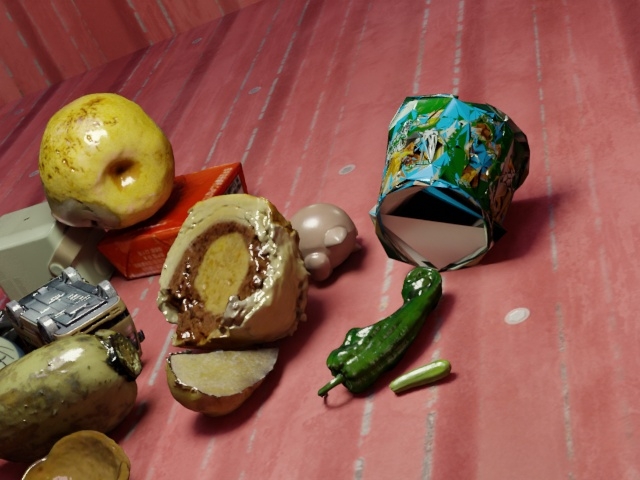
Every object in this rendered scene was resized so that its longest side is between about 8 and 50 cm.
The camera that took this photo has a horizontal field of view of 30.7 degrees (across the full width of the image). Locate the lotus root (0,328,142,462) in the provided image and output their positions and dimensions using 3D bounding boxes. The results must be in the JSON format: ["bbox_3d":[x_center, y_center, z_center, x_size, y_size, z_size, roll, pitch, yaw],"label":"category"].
[{"bbox_3d":[-0.417,0.249,1.768,0.309,0.173,0.173,-28,24,10],"label":"lotus root"}]

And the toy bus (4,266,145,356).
[{"bbox_3d":[-0.413,0.153,1.965,0.139,0.157,0.289,-34,23,-26],"label":"toy bus"}]

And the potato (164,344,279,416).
[{"bbox_3d":[-0.137,0.217,1.689,0.172,0.089,0.100,-3,38,-25],"label":"potato"}]

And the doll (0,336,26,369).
[{"bbox_3d":[-0.594,0.249,1.966,0.228,0.154,0.258,11,39,1],"label":"doll"}]

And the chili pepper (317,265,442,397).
[{"bbox_3d":[0.092,0.128,1.629,0.100,0.074,0.257,0,31,49],"label":"chili pepper"}]

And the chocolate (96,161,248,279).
[{"bbox_3d":[-0.272,-0.035,2.250,0.235,0.108,0.237,-12,27,30],"label":"chocolate"}]

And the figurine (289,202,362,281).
[{"bbox_3d":[0.000,0.000,1.914,0.125,0.125,0.138,-18,11,19],"label":"figurine"}]

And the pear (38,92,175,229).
[{"bbox_3d":[-0.399,-0.149,2.166,0.271,0.271,0.271,-22,25,11],"label":"pear"}]

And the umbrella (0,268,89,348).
[{"bbox_3d":[-0.548,0.151,2.152,0.272,0.110,0.122,-26,25,-2],"label":"umbrella"}]

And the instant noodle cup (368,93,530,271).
[{"bbox_3d":[0.190,-0.079,1.765,0.240,0.240,0.178,-10,39,32],"label":"instant noodle cup"}]

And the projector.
[{"bbox_3d":[-0.523,0.024,2.293,0.243,0.177,0.163,-16,29,25],"label":"projector"}]

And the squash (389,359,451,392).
[{"bbox_3d":[0.132,0.179,1.537,0.089,0.027,0.027,-21,25,19],"label":"squash"}]

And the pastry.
[{"bbox_3d":[-0.123,0.062,1.822,0.256,0.170,0.236,-14,61,44],"label":"pastry"}]

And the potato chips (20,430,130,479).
[{"bbox_3d":[-0.340,0.353,1.617,0.208,0.062,0.195,-11,34,27],"label":"potato chips"}]
